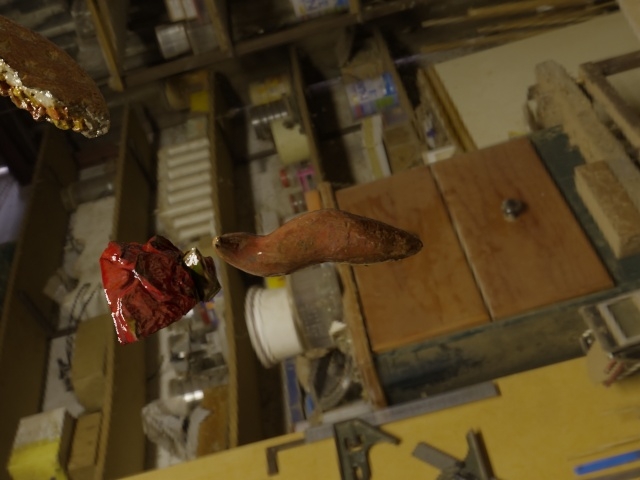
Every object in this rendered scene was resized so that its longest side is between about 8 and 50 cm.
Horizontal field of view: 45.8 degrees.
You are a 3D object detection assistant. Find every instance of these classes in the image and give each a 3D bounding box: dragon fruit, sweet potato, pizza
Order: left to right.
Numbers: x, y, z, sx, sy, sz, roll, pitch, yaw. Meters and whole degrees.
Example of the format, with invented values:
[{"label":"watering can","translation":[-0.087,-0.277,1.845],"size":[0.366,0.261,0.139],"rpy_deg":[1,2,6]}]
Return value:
[{"label":"pizza","translation":[-0.362,-0.209,0.926],"size":[0.246,0.058,0.127],"rpy_deg":[29,-148,-11]},{"label":"dragon fruit","translation":[-0.157,0.029,0.738],"size":[0.162,0.106,0.083],"rpy_deg":[-144,36,-76]},{"label":"sweet potato","translation":[0.000,0.001,0.717],"size":[0.055,0.202,0.058],"rpy_deg":[103,162,-68]}]
